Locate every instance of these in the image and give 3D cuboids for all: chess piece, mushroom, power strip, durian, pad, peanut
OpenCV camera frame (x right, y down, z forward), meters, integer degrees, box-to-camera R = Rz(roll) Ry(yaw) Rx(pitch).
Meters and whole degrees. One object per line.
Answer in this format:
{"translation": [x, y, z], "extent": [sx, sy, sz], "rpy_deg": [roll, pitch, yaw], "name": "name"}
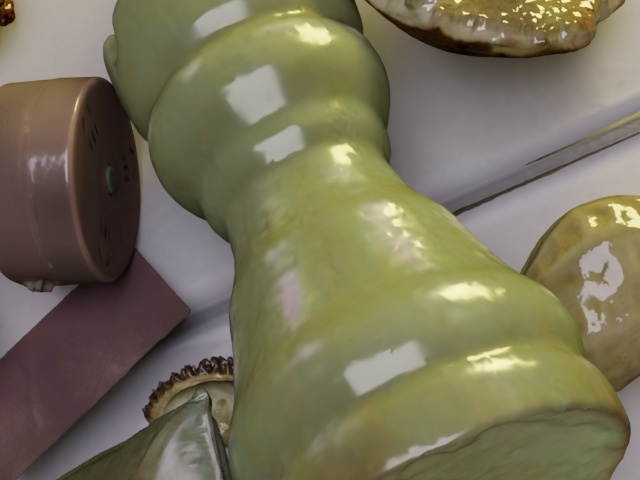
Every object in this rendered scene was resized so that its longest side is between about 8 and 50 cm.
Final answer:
{"translation": [0.000, 0.000, 1.085], "extent": [0.234, 0.234, 0.442], "rpy_deg": [-28, 58, 3], "name": "chess piece"}
{"translation": [0.146, -0.271, 1.148], "extent": [0.233, 0.208, 0.302], "rpy_deg": [33, 102, -2], "name": "mushroom"}
{"translation": [-0.186, -0.040, 1.195], "extent": [0.078, 0.154, 0.154], "rpy_deg": [-3, 76, 12], "name": "power strip"}
{"translation": [-0.067, 0.114, 1.185], "extent": [0.130, 0.052, 0.066], "rpy_deg": [0, 79, 10], "name": "durian"}
{"translation": [-0.185, 0.090, 1.212], "extent": [0.188, 0.006, 0.113], "rpy_deg": [-44, 42, -3], "name": "pad"}
{"translation": [0.233, 0.013, 1.121], "extent": [0.274, 0.111, 0.125], "rpy_deg": [-30, 96, 0], "name": "peanut"}

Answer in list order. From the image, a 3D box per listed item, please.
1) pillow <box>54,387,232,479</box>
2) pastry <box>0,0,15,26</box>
{"translation": [-0.162, 0.239, 1.117], "extent": [0.302, 0.075, 0.185], "rpy_deg": [-30, 66, 32], "name": "pillow"}
{"translation": [-0.341, -0.169, 1.289], "extent": [0.208, 0.097, 0.115], "rpy_deg": [-21, 83, 4], "name": "pastry"}
